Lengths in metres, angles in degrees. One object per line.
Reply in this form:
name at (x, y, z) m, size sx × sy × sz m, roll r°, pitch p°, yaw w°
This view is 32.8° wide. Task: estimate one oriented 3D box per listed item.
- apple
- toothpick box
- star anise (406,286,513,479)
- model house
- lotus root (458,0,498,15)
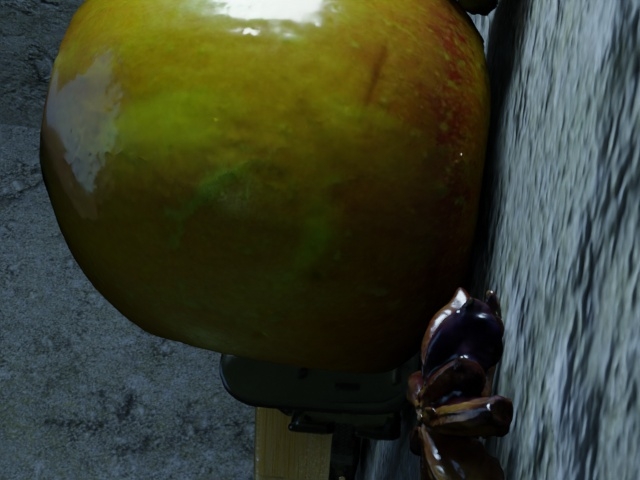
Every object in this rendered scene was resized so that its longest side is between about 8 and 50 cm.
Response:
apple at (-0.043, -0.059, 0.881) m, size 0.384 × 0.374 × 0.374 m, roll 96°, pitch -179°, yaw -60°
toothpick box at (-0.012, 0.187, 1.572) m, size 0.187 × 0.190 × 0.308 m, roll -59°, pitch -27°, yaw -78°
star anise at (0.085, 0.108, 0.680) m, size 0.168 × 0.057 × 0.168 m, roll -171°, pitch 90°, yaw -89°
model house at (0.010, 0.140, 1.191) m, size 0.279 × 0.204 × 0.218 m, roll 86°, pitch -170°, yaw -57°
lotus root at (0.113, -0.237, 0.841) m, size 0.108 × 0.094 × 0.191 m, roll -49°, pitch -11°, yaw -9°
